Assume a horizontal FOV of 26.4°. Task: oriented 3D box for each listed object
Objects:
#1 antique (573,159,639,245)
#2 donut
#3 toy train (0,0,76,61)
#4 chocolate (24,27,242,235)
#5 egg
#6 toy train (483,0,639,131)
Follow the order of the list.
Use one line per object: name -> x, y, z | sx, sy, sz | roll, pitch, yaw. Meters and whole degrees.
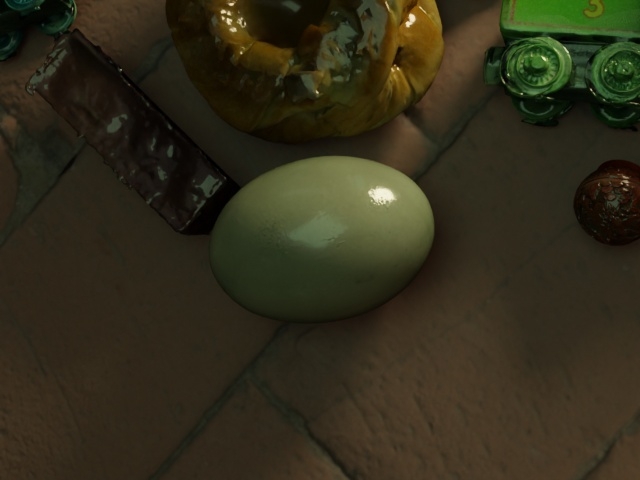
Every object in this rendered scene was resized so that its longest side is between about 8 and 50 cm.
antique -> 0.350, -0.041, 1.612 | 0.104, 0.104, 0.104 | -3, 81, 17
donut -> -0.016, -0.290, 1.733 | 0.360, 0.170, 0.360 | -3, 82, 23
toy train -> -0.434, -0.357, 1.904 | 0.203, 0.112, 0.163 | -18, 72, 12
chocolate -> -0.241, -0.142, 1.812 | 0.321, 0.112, 0.112 | 43, 97, 17
egg -> 0.000, 0.000, 1.663 | 0.283, 0.203, 0.203 | -15, 78, 13
toy train -> 0.320, -0.238, 1.639 | 0.243, 0.132, 0.188 | 5, 79, 16
